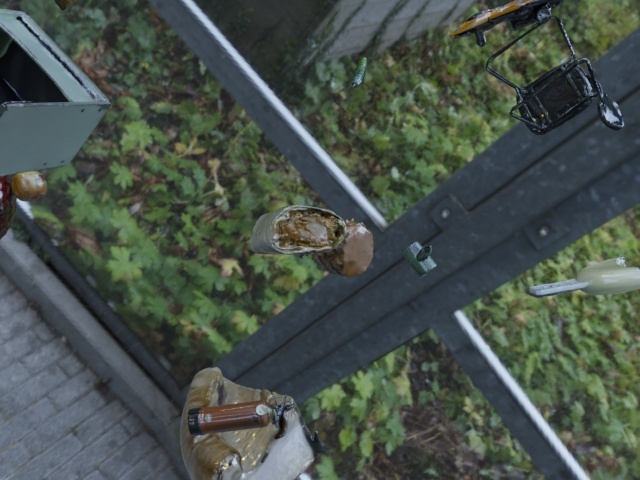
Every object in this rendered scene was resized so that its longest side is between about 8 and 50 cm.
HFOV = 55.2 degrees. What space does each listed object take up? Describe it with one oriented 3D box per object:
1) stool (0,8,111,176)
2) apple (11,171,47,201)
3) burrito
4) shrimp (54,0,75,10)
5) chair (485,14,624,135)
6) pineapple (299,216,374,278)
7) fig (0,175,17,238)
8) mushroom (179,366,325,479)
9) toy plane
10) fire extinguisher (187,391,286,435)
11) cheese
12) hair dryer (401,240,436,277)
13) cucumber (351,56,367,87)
[{"bbox_3d":[-0.556,-0.257,1.049,0.243,0.170,0.269,46,21,2],"label":"stool"},{"bbox_3d":[-0.718,-0.136,1.509,0.084,0.084,0.071,-21,88,-47],"label":"apple"},{"bbox_3d":[-0.065,-0.019,1.353,0.143,0.299,0.105,2,87,-21],"label":"burrito"},{"bbox_3d":[-0.323,-0.391,0.810,0.062,0.287,0.152,9,92,-31],"label":"shrimp"},{"bbox_3d":[0.426,-0.261,1.099,0.221,0.145,0.140,28,38,-40],"label":"chair"},{"bbox_3d":[0.000,0.000,1.618,0.157,0.278,0.158,-20,118,-44],"label":"pineapple"},{"bbox_3d":[-0.856,-0.093,1.499,0.223,0.224,0.263,27,45,-23],"label":"fig"},{"bbox_3d":[-0.245,0.496,1.563,0.313,0.397,0.225,-37,125,-33],"label":"mushroom"},{"bbox_3d":[0.483,-0.566,1.540,0.103,0.316,0.204,56,18,-19],"label":"toy plane"},{"bbox_3d":[-0.143,0.305,1.076,0.050,0.177,0.062,50,31,-81],"label":"fire extinguisher"},{"bbox_3d":[0.513,0.079,1.177,0.234,0.127,0.050,-9,98,-6],"label":"cheese"},{"bbox_3d":[0.212,0.029,1.274,0.047,0.150,0.071,-37,80,-7],"label":"hair dryer"},{"bbox_3d":[0.118,-0.501,1.856,0.039,0.039,0.168,33,46,-17],"label":"cucumber"}]
